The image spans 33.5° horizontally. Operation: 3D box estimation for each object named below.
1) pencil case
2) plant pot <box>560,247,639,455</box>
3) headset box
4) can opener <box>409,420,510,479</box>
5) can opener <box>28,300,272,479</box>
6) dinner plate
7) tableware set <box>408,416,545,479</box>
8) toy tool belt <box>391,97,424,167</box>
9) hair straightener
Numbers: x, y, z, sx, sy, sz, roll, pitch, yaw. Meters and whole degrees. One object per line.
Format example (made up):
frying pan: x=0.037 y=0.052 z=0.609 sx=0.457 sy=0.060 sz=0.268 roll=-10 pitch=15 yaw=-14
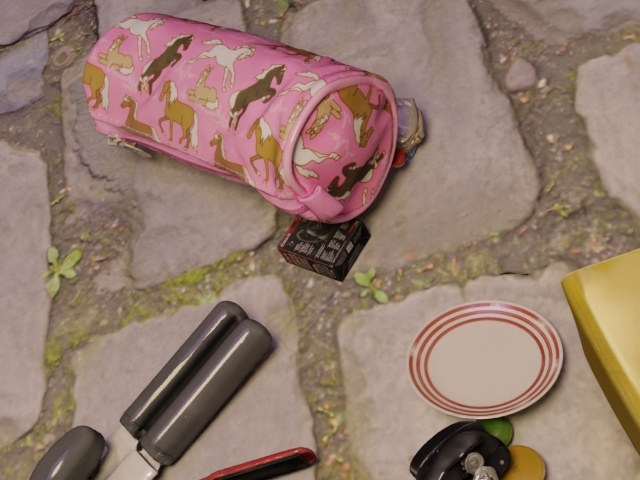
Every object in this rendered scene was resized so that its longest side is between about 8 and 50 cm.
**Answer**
pencil case: x=-0.095 y=-0.142 z=1.159 sx=0.386 sy=0.167 sz=0.160 roll=22 pitch=24 yaw=41
plant pot: x=0.320 y=0.109 z=0.784 sx=0.212 sy=0.212 sz=0.187 roll=-20 pitch=63 yaw=10
headset box: x=0.000 y=0.000 z=1.112 sx=0.083 sy=0.032 sz=0.062 roll=17 pitch=65 yaw=34
can opener: x=0.083 y=0.222 z=0.866 sx=0.186 sy=0.059 sz=0.073 roll=-43 pitch=6 yaw=-21
can opener: x=-0.169 y=0.172 z=1.022 sx=0.076 sy=0.095 sz=0.283 roll=35 pitch=82 yaw=38
dinner plate: x=0.147 y=0.108 z=0.960 sx=0.141 sy=0.017 sz=0.141 roll=-10 pitch=40 yaw=9
tableware set: x=0.148 y=0.220 z=0.892 sx=0.104 sy=0.024 sz=0.154 roll=-29 pitch=48 yaw=-2
toy tool belt: x=0.086 y=-0.109 z=1.150 sx=0.052 sy=0.051 sz=0.083 roll=3 pitch=69 yaw=8
hair straightener: x=-0.109 y=0.255 z=0.958 sx=0.230 sy=0.047 sz=0.089 roll=-14 pitch=59 yaw=5
